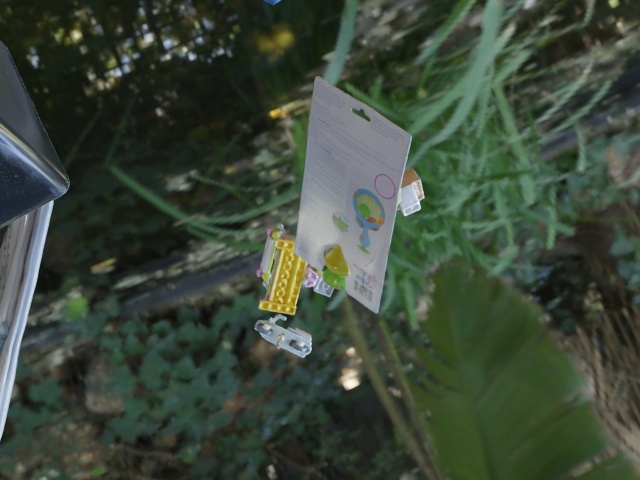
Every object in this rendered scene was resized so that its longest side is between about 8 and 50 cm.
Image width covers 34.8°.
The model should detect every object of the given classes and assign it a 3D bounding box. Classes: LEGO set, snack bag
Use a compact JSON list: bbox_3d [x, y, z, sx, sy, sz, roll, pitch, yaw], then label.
[{"bbox_3d":[0.000,0.000,1.306,0.287,0.132,0.107,-54,-161,6],"label":"LEGO set"},{"bbox_3d":[-0.383,0.129,1.192,0.037,0.342,0.323,14,159,-21],"label":"snack bag"}]

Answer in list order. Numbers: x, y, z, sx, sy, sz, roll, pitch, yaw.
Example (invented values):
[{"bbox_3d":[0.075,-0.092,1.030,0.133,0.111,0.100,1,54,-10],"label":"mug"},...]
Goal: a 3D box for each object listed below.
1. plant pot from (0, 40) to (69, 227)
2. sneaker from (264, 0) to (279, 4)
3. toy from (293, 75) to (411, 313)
[{"bbox_3d":[-0.350,-0.104,0.834,0.188,0.187,0.167,-29,154,-3],"label":"plant pot"},{"bbox_3d":[-0.051,-0.320,1.160,0.078,0.067,0.188,-61,-160,-7],"label":"sneaker"},{"bbox_3d":[0.042,-0.051,1.101,0.056,0.137,0.237,-25,139,-39],"label":"toy"}]
